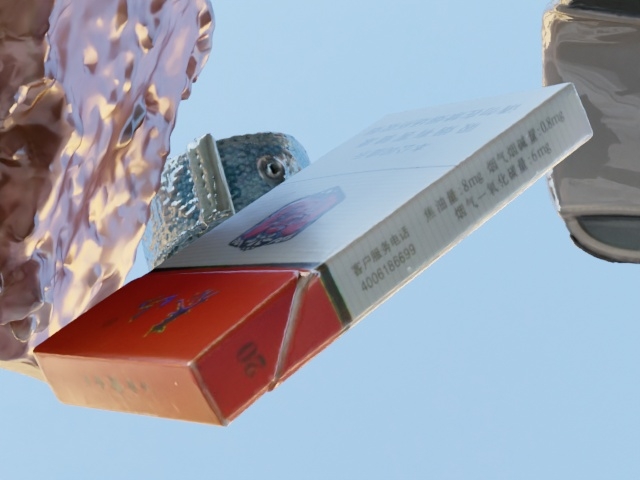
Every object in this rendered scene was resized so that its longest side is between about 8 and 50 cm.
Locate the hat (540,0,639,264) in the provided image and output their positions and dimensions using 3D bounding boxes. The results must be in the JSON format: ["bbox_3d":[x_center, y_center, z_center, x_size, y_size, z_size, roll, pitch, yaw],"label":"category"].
[{"bbox_3d":[0.258,-0.081,0.894,0.164,0.226,0.219,-18,-61,-27],"label":"hat"}]

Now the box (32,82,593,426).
[{"bbox_3d":[0.000,0.000,0.615,0.245,0.139,0.035,-34,-71,-32],"label":"box"}]

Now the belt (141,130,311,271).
[{"bbox_3d":[-0.065,-0.020,0.987,0.147,0.163,0.082,-4,-109,-40],"label":"belt"}]

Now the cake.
[{"bbox_3d":[-0.238,-0.094,0.767,0.293,0.307,0.314,21,-104,13],"label":"cake"}]
